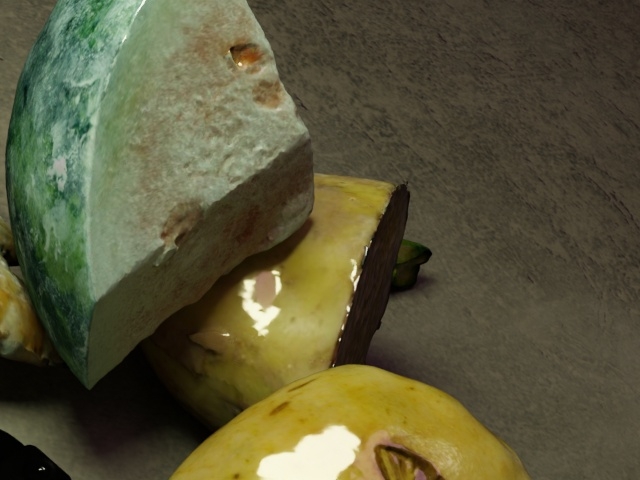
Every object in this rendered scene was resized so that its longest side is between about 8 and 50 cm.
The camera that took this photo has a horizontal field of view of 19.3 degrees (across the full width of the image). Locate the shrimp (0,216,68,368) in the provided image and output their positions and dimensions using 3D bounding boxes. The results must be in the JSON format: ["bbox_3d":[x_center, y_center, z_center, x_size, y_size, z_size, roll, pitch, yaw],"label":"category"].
[{"bbox_3d":[-0.304,-0.040,1.724,0.272,0.085,0.445,46,14,-30],"label":"shrimp"}]

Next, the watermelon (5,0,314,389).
[{"bbox_3d":[-0.123,-0.067,1.559,0.258,0.387,0.228,11,7,-25],"label":"watermelon"}]

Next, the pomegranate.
[{"bbox_3d":[0.015,0.262,1.413,0.332,0.332,0.332,23,32,-15],"label":"pomegranate"}]

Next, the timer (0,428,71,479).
[{"bbox_3d":[-0.255,0.211,1.457,0.144,0.055,0.187,38,22,10],"label":"timer"}]

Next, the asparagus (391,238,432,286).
[{"bbox_3d":[0.000,0.000,1.990,0.287,0.080,0.080,17,34,-22],"label":"asparagus"}]

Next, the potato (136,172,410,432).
[{"bbox_3d":[-0.072,0.055,1.716,0.237,0.301,0.289,16,-6,8],"label":"potato"}]
